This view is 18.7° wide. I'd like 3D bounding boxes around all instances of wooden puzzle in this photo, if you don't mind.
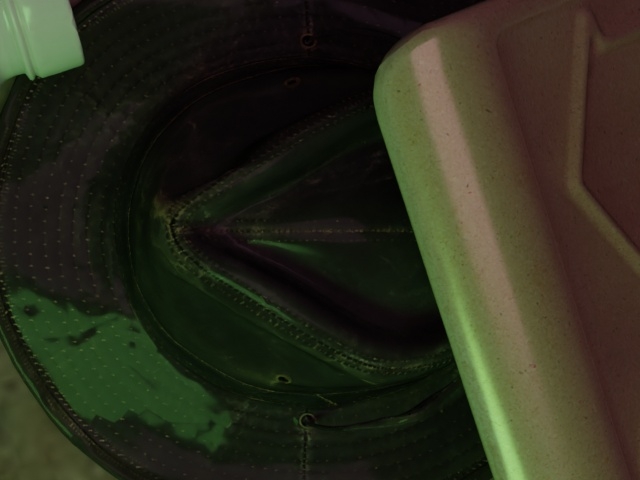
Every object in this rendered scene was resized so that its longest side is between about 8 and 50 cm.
[{"bbox_3d":[0.186,0.013,0.943,0.348,0.080,0.322,-25,100,-37],"label":"wooden puzzle"}]

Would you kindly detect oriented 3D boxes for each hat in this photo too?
[{"bbox_3d":[0.000,0.000,0.936,0.331,0.134,0.331,0,93,-8],"label":"hat"}]

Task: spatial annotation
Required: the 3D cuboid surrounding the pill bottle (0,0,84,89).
[{"bbox_3d":[-0.226,-0.095,0.906,0.216,0.121,0.121,-18,94,-7],"label":"pill bottle"}]
